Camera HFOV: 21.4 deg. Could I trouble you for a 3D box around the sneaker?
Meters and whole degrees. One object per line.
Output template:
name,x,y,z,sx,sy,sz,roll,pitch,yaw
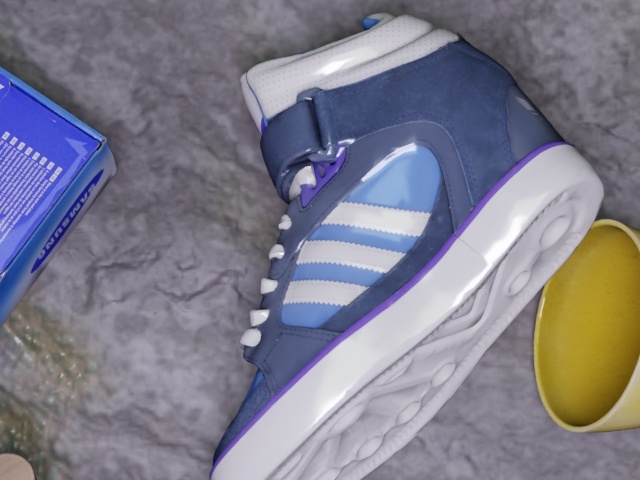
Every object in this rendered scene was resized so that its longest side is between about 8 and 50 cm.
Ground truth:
sneaker,0.000,0.000,1.095,0.323,0.130,0.236,-46,61,2

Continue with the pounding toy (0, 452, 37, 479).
pounding toy,-0.201,0.237,1.030,0.181,0.094,0.206,11,75,3

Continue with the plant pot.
plant pot,0.210,0.061,1.069,0.095,0.134,0.134,11,74,-21

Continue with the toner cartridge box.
toner cartridge box,-0.301,0.037,1.095,0.165,0.075,0.348,34,78,8
